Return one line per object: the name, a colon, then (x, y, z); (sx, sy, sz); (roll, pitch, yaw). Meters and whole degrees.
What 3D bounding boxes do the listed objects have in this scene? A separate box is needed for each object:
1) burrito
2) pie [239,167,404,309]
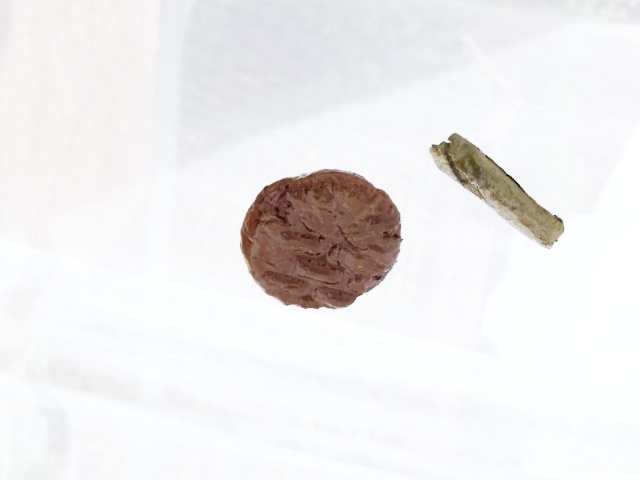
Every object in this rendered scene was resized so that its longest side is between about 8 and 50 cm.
burrito: (0.189, -0.054, 1.280); (0.042, 0.171, 0.051); (-44, 175, -26)
pie: (0.000, 0.000, 1.089); (0.036, 0.154, 0.154); (-90, -174, -60)
